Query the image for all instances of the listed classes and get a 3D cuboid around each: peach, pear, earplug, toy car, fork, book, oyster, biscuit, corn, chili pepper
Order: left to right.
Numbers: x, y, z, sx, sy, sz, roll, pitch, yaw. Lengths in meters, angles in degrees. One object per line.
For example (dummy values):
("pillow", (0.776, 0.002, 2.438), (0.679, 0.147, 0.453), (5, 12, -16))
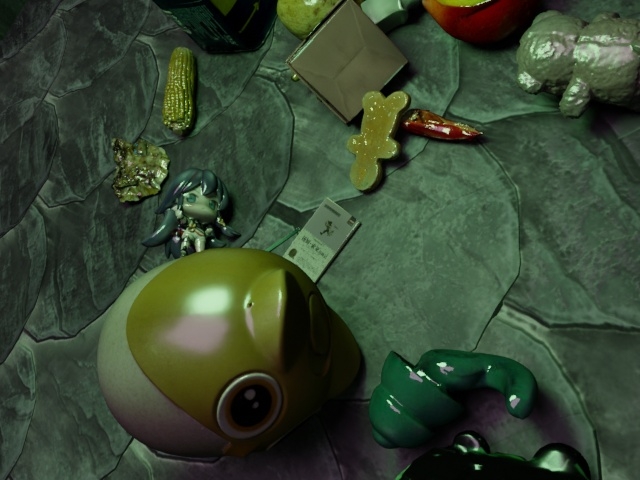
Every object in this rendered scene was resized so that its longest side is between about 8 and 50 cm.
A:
("oyster", (-0.543, -0.215, 2.013), (0.222, 0.083, 0.214), (-10, 65, 24))
("corn", (-0.416, -0.450, 2.033), (0.097, 0.097, 0.320), (-19, 56, 26))
("fork", (-0.148, 0.031, 1.651), (0.235, 0.021, 0.039), (-36, 55, 15))
("book", (0.000, 0.000, 1.568), (0.182, 0.014, 0.127), (-53, 49, 2))
("pear", (0.013, -0.604, 1.743), (0.211, 0.188, 0.228), (22, 52, 31))
("biscuit", (0.124, -0.226, 1.550), (0.153, 0.030, 0.235), (15, 94, 45))
("chili pepper", (0.246, -0.253, 1.505), (0.268, 0.051, 0.059), (22, 55, 38))
("earplug", (0.216, 0.278, 1.189), (0.280, 0.164, 0.257), (-47, 57, 5))
("peach", (0.347, -0.507, 1.484), (0.267, 0.159, 0.154), (-6, 54, 30))
("toy car", (0.291, 0.426, 1.042), (0.358, 0.213, 0.177), (-1, 102, 38))

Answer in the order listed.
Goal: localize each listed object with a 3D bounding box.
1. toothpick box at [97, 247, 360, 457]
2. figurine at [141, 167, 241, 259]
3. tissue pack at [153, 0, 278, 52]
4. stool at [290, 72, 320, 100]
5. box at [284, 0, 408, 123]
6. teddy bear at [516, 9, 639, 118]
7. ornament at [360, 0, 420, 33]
("toothpick box", (-0.178, 0.218, 1.328), (0.425, 0.409, 0.409), (-15, 60, 22))
("figurine", (-0.326, -0.051, 1.723), (0.197, 0.175, 0.265), (2, 61, 41))
("tissue pack", (-0.336, -0.744, 1.907), (0.264, 0.416, 0.253), (10, 73, 38))
("stool", (0.004, -0.432, 1.708), (0.135, 0.134, 0.111), (23, 75, 30))
("box", (0.061, -0.422, 1.602), (0.215, 0.215, 0.086), (-45, 15, 8))
("teddy bear", (0.509, -0.341, 1.295), (0.267, 0.151, 0.236), (11, 72, 37))
("ornament", (0.228, -0.609, 1.646), (0.285, 0.120, 0.130), (-38, 71, 16))
